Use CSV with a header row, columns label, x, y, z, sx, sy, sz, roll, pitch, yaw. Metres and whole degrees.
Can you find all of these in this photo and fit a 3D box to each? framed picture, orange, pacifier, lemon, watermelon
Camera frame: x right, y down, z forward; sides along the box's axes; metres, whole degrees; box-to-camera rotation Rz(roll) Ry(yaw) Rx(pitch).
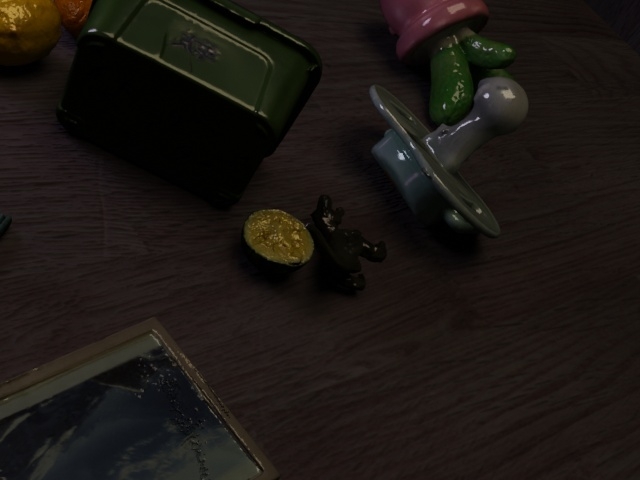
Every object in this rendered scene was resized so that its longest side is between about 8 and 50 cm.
label,x,y,z,sx,sy,sz,roll,pitch,yaw
framed picture,-0.226,0.224,0.870,0.247,0.022,0.335,49,39,17
orange,-0.349,-0.370,1.331,0.135,0.117,0.135,16,39,-13
pacifier,0.239,-0.165,1.446,0.288,0.269,0.343,19,37,-60
lemon,-0.434,-0.301,1.195,0.114,0.114,0.155,42,38,8
watermelon,-0.064,0.008,1.186,0.105,0.062,0.105,13,47,-15

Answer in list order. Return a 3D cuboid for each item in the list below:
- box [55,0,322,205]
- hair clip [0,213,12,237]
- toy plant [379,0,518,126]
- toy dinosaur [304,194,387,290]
label,x,y,z,sx,sy,sz,roll,pitch,yaw
box,-0.195,-0.207,1.185,0.329,0.253,0.178,27,51,-9
hair clip,-0.419,0.026,0.931,0.070,0.039,0.229,42,33,8
toy plant,0.283,-0.418,1.792,0.317,0.210,0.356,-20,75,-49
toy dinosaur,0.000,0.000,1.210,0.179,0.087,0.187,22,18,-34
